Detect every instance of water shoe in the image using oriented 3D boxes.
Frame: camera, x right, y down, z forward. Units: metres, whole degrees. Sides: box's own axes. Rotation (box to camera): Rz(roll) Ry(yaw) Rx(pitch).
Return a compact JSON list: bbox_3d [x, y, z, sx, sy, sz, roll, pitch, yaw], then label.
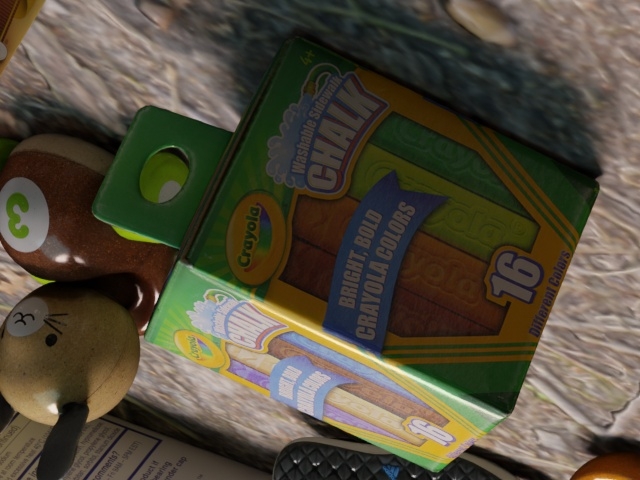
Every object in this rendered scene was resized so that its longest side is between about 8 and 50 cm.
[{"bbox_3d":[0.069,0.173,1.356,0.203,0.073,0.080,12,-178,24],"label":"water shoe"}]

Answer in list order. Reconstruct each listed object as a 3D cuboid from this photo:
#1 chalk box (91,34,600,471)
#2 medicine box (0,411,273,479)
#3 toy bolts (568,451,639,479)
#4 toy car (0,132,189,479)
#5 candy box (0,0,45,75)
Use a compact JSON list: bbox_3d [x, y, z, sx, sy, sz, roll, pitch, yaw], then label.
[{"bbox_3d":[0.000,0.000,0.927,0.213,0.132,0.132,25,158,-4],"label":"chalk box"},{"bbox_3d":[-0.152,0.302,1.596,0.289,0.149,0.263,19,126,15],"label":"medicine box"},{"bbox_3d":[0.266,0.234,1.223,0.228,0.218,0.158,-1,-175,35],"label":"toy bolts"},{"bbox_3d":[-0.153,0.048,1.112,0.155,0.188,0.149,7,152,36],"label":"toy car"},{"bbox_3d":[-0.208,-0.082,0.880,0.053,0.186,0.109,10,155,37],"label":"candy box"}]
